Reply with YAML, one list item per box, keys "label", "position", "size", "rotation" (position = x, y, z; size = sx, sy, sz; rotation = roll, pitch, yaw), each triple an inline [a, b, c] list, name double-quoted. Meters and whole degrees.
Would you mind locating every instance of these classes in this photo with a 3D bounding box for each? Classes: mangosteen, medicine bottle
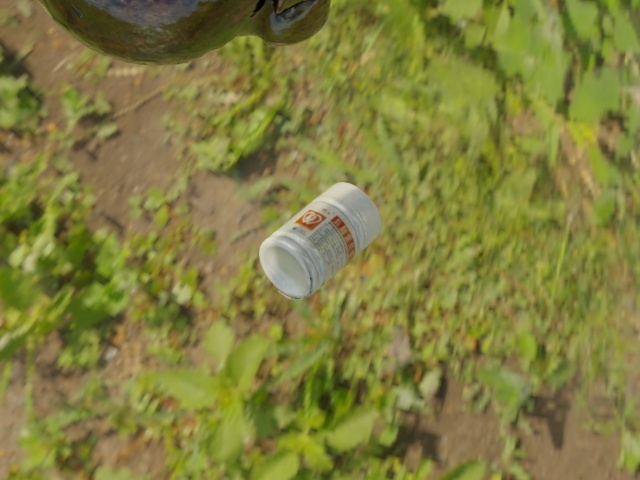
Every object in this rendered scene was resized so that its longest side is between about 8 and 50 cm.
- label: "mangosteen"
  position: [-0.114, -0.295, 1.543]
  size: [0.330, 0.330, 0.330]
  rotation: [4, 113, 9]
- label: "medicine bottle"
  position: [0.000, 0.000, 1.434]
  size: [0.057, 0.089, 0.057]
  rotation: [28, 139, 28]
